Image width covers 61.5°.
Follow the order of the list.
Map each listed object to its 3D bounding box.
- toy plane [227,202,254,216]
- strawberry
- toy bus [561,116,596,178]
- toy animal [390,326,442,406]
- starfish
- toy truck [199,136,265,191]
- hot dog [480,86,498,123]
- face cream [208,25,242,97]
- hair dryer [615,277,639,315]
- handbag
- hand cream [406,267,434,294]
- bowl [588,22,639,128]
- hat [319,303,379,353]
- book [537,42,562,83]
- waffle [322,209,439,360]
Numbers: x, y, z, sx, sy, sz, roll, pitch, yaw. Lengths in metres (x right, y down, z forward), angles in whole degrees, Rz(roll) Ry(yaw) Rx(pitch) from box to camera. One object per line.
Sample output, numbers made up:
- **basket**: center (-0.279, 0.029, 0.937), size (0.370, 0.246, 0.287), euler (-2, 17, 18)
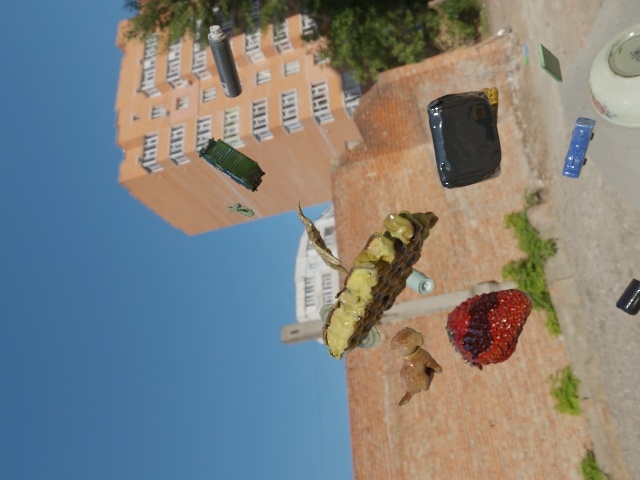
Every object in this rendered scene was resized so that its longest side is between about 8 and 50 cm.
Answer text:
- **toy plane**: center (-0.237, -0.093, 1.613), size (0.080, 0.083, 0.033), euler (-119, 42, -87)
- **strawberry**: center (0.653, 0.319, 2.050), size (0.267, 0.351, 0.312), euler (49, -176, 24)
- **toy bus**: center (0.996, -0.354, 2.086), size (0.094, 0.079, 0.237), euler (-35, -43, -41)
- **toy animal**: center (0.253, 0.358, 1.558), size (0.184, 0.104, 0.185), euler (-45, -55, -32)
- **starfish**: center (0.000, 0.000, 1.544), size (0.277, 0.062, 0.236), euler (58, 177, 8)
- **toy truck**: center (-0.309, -0.266, 1.855), size (0.088, 0.259, 0.121), euler (-53, -26, -8)
- **hot dog**: center (0.635, -0.495, 2.029), size (0.045, 0.071, 0.165), euler (-57, -36, -53)
- **face cream**: center (-0.351, -0.655, 1.973), size (0.283, 0.073, 0.073), euler (81, -173, -54)
- **hair dryer**: center (1.097, 0.213, 1.776), size (0.248, 0.114, 0.070), euler (21, -164, -20)
- **handbag**: center (0.465, -0.319, 1.677), size (0.275, 0.177, 0.302), euler (-23, -77, -58)
- **hand cream**: center (0.235, 0.085, 1.637), size (0.058, 0.085, 0.331), euler (60, 169, -25)
- **bowl**: center (0.810, -0.436, 1.354), size (0.145, 0.277, 0.277), euler (22, -126, -45)
- **hat**: center (0.081, 0.352, 1.962), size (0.110, 0.252, 0.252), euler (-56, -44, -36)
- **book**: center (0.797, -0.616, 1.868), size (0.135, 0.017, 0.103), euler (16, -115, -39)
- **waffle**: center (0.095, 0.070, 0.924), size (0.309, 0.065, 0.283), euler (-57, -19, 1)
